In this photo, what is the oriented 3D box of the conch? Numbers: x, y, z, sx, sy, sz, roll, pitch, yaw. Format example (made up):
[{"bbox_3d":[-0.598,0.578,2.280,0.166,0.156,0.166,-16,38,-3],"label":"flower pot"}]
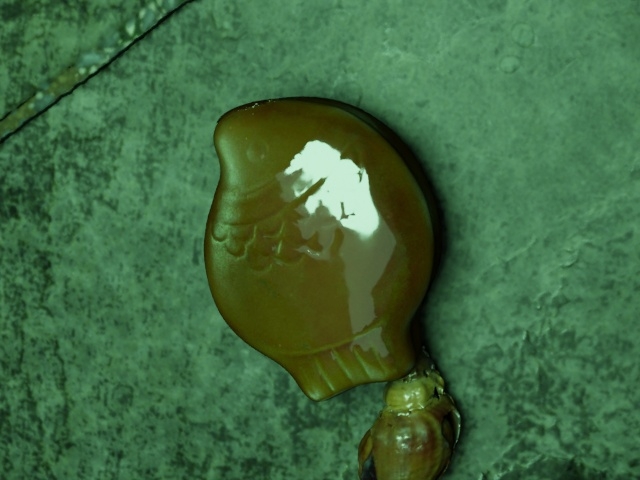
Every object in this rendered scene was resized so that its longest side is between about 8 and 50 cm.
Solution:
[{"bbox_3d":[0.075,0.209,1.144,0.086,0.080,0.233,28,105,27],"label":"conch"}]

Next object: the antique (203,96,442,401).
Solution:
[{"bbox_3d":[0.000,0.000,1.098,0.223,0.129,0.278,-25,91,18],"label":"antique"}]
